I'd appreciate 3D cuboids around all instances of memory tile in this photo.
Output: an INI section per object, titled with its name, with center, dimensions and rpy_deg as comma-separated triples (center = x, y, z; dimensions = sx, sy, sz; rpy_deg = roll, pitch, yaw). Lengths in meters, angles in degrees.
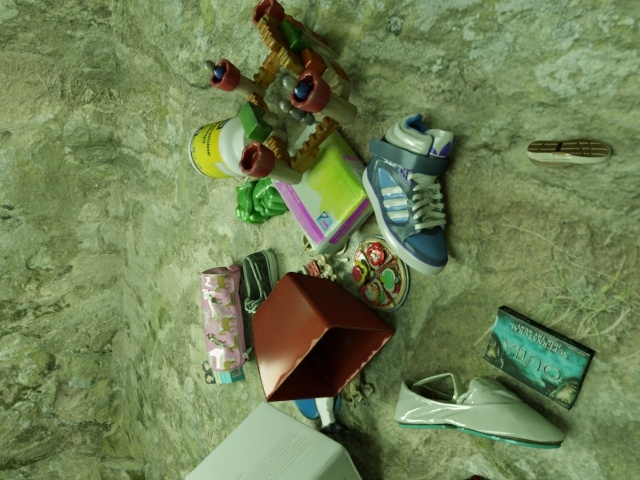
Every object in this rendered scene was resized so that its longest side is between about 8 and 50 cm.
[memory tile]
center = 0.005, 0.112, 1.402
dimensions = 0.113, 0.012, 0.148
rpy_deg = 56, 144, 19

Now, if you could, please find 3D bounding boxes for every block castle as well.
[block castle]
center = -0.125, -0.392, 1.226
dimensions = 0.303, 0.212, 0.453
rpy_deg = -45, 49, 27

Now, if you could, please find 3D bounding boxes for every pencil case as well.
[pencil case]
center = -0.356, 0.283, 1.791
dimensions = 0.160, 0.167, 0.386
rpy_deg = -163, 66, -80

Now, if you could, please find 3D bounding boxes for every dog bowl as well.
[dog bowl]
center = -0.057, 0.436, 1.519
dimensions = 0.297, 0.074, 0.166
rpy_deg = 44, 129, 37

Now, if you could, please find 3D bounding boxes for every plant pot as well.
[plant pot]
center = -0.024, 0.232, 1.247
dimensions = 0.267, 0.267, 0.236
rpy_deg = -52, 51, 19

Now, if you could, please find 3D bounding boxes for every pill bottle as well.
[pill bottle]
center = -0.275, -0.299, 1.551
dimensions = 0.334, 0.188, 0.188
rpy_deg = 5, 101, 50

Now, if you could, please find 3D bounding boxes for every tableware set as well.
[tableware set]
center = 0.000, 0.000, 1.390
dimensions = 0.194, 0.039, 0.128
rpy_deg = 1, 98, 51

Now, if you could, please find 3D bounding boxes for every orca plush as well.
[orca plush]
center = 0.037, 0.401, 1.392
dimensions = 0.151, 0.102, 0.287
rpy_deg = -27, 68, 23

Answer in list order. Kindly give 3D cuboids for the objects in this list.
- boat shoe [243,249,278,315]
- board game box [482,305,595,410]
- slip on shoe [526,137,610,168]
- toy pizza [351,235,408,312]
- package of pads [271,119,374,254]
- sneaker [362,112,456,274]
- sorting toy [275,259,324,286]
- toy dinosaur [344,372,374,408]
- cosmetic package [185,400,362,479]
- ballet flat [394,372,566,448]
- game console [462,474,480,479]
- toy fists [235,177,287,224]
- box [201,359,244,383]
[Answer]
[boat shoe]
center = -0.203, 0.202, 1.615
dimensions = 0.121, 0.119, 0.335
rpy_deg = -10, 89, 51
[board game box]
center = 0.415, 0.224, 0.935
dimensions = 0.186, 0.026, 0.126
rpy_deg = 29, 118, 44
[slip on shoe]
center = 0.430, -0.146, 0.837
dimensions = 0.135, 0.051, 0.041
rpy_deg = 10, 145, 41
[toy pizza]
center = 0.143, 0.088, 1.237
dimensions = 0.201, 0.032, 0.201
rpy_deg = 13, 107, 49
[package of pads]
center = 0.012, -0.145, 1.267
dimensions = 0.229, 0.101, 0.296
rpy_deg = -50, 58, 29
[sneaker]
center = 0.220, -0.116, 1.025
dimensions = 0.236, 0.130, 0.323
rpy_deg = -56, 50, 45
[sorting toy]
center = -0.061, 0.156, 1.465
dimensions = 0.274, 0.046, 0.132
rpy_deg = -35, 79, 55
[toy dinosaur]
center = 0.100, 0.403, 1.337
dimensions = 0.092, 0.053, 0.183
rpy_deg = 40, 126, 41
[cosmetic package]
center = -0.101, 0.731, 1.351
dimensions = 0.393, 0.327, 0.329
rpy_deg = 5, 127, 51
[ballet flat]
center = 0.309, 0.350, 1.026
dimensions = 0.400, 0.139, 0.139
rpy_deg = -18, 83, 52
[game console]
center = 0.346, 0.606, 1.054
dimensions = 0.085, 0.124, 0.144
rpy_deg = -40, 64, 18
[toy fists]
center = -0.193, -0.133, 1.558
dimensions = 0.279, 0.096, 0.142
rpy_deg = -18, 84, 49
[box]
center = -0.405, 0.531, 1.975
dimensions = 0.244, 0.060, 0.101
rpy_deg = -23, 79, 50
